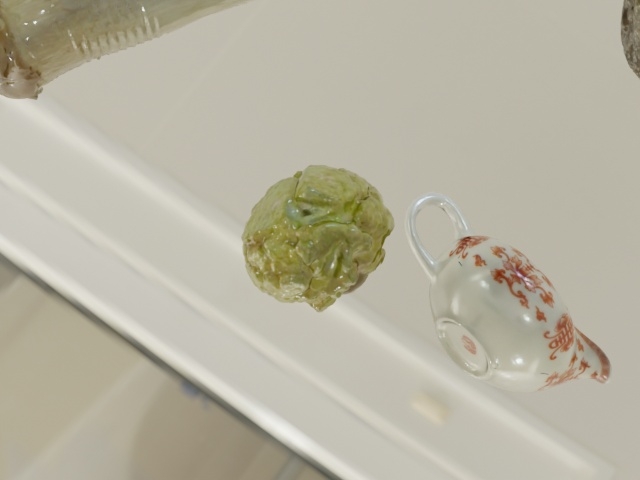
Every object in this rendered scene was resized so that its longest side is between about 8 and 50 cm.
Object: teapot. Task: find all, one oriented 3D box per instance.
[{"bbox_3d":[0.161,0.060,1.645,0.245,0.116,0.159,56,169,0],"label":"teapot"}]

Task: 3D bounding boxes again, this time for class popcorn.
[{"bbox_3d":[0.000,0.000,1.359,0.106,0.120,0.116,-152,59,-72],"label":"popcorn"}]

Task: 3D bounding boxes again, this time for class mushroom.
[{"bbox_3d":[-0.094,-0.203,1.275,0.095,0.351,0.123,63,177,3],"label":"mushroom"}]

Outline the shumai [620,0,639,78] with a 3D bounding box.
[{"bbox_3d":[0.262,-0.155,1.164,0.123,0.105,0.139,18,123,-5],"label":"shumai"}]
